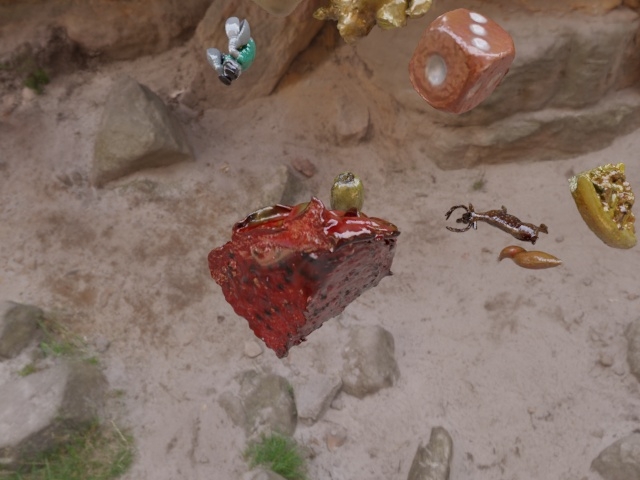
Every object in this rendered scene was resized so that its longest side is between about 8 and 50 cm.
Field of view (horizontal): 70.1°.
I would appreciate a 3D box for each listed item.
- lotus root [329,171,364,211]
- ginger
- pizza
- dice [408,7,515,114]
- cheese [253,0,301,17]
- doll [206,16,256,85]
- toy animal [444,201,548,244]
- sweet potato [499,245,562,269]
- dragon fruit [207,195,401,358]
[{"bbox_3d":[0.112,-0.164,1.913,0.154,0.278,0.154,1,46,-2],"label":"lotus root"},{"bbox_3d":[0.088,-0.447,0.837,0.216,0.157,0.102,-11,6,19],"label":"ginger"},{"bbox_3d":[0.801,-0.076,1.273,0.258,0.268,0.087,-20,6,-34],"label":"pizza"},{"bbox_3d":[0.333,-0.417,1.075,0.179,0.175,0.174,-24,67,-30],"label":"dice"},{"bbox_3d":[-0.065,-0.518,0.839,0.235,0.117,0.217,2,68,64],"label":"cheese"},{"bbox_3d":[-0.289,-0.639,1.531,0.195,0.153,0.258,-43,31,10],"label":"doll"},{"bbox_3d":[0.514,-0.055,1.312,0.244,0.087,0.260,18,18,39],"label":"toy animal"},{"bbox_3d":[0.562,0.048,1.240,0.058,0.055,0.202,8,6,-22],"label":"sweet potato"},{"bbox_3d":[-0.006,-0.007,0.767,0.286,0.329,0.228,-28,66,-31],"label":"dragon fruit"}]
